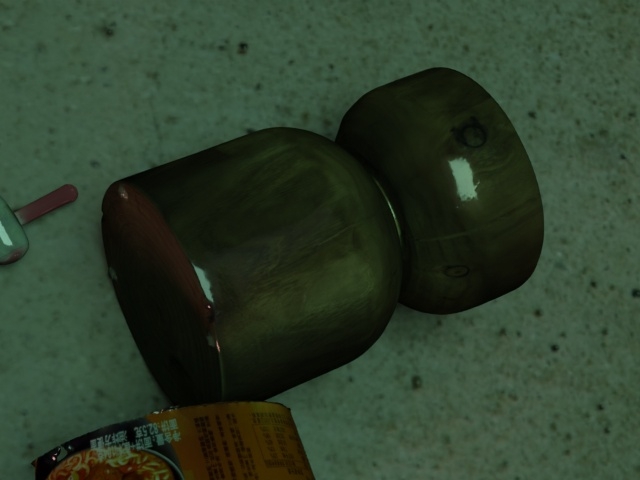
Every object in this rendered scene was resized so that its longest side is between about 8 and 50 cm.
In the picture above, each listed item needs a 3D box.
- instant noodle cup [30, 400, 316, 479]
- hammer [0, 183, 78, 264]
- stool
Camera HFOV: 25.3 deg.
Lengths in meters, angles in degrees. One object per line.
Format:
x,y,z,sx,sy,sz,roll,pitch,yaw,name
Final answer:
-0.083,0.213,0.912,0.230,0.230,0.182,-5,71,-23,instant noodle cup
-0.208,-0.020,1.014,0.083,0.031,0.052,-32,94,-31,hammer
0.000,0.000,1.008,0.264,0.179,0.179,-22,86,-24,stool
